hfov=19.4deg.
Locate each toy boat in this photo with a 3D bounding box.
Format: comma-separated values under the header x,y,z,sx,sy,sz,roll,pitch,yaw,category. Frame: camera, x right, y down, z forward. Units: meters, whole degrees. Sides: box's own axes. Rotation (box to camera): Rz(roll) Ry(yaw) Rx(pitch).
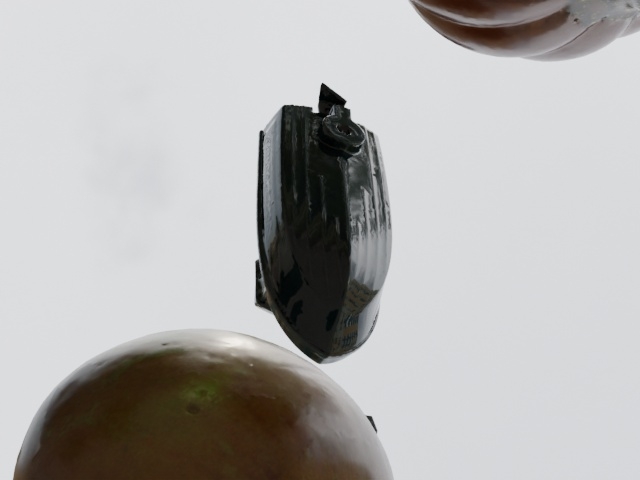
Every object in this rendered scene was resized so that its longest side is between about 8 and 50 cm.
x,y,z,sx,sy,sz,roll,pitch,yaw,category
-0.001,0.001,1.614,0.296,0.114,0.122,-91,-156,-49,toy boat

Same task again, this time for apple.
x,y,z,sx,sy,sz,roll,pitch,yaw,category
-0.072,0.165,1.070,0.207,0.237,0.237,18,-91,38,apple

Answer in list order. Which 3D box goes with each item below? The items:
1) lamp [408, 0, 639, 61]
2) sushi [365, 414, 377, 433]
x,y,z,sx,sy,sz,roll,pitch,yaw,category
0.128,-0.198,0.982,0.223,0.223,0.196,-52,-127,11,lamp
-0.012,0.152,1.261,0.083,0.085,0.056,-56,-132,48,sushi
